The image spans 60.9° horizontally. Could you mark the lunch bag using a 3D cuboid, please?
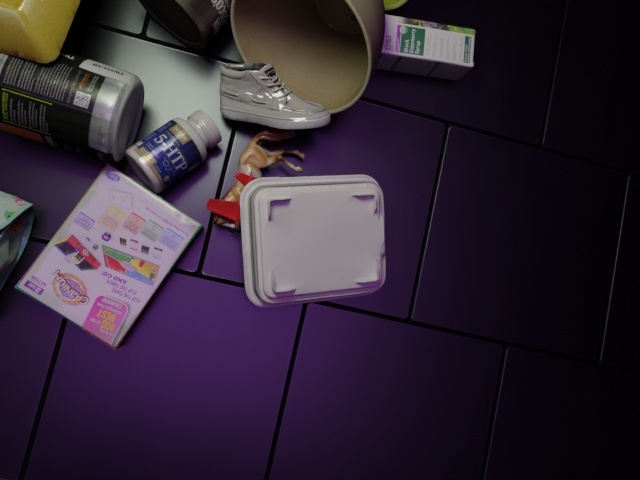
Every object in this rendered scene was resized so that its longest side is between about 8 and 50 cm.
[{"bbox_3d":[-0.726,-0.001,1.074,0.224,0.160,0.262,20,71,-4],"label":"lunch bag"}]

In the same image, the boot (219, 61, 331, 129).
[{"bbox_3d":[-0.103,-0.319,1.179,0.259,0.095,0.123,9,123,12],"label":"boot"}]

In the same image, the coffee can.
[{"bbox_3d":[-0.244,-0.588,1.177,0.202,0.201,0.275,37,80,-4],"label":"coffee can"}]

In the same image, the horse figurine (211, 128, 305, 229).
[{"bbox_3d":[-0.132,-0.140,1.225,0.175,0.066,0.263,13,89,-9],"label":"horse figurine"}]

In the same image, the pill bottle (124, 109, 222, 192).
[{"bbox_3d":[-0.312,-0.198,1.174,0.187,0.112,0.112,-41,92,-19],"label":"pill bottle"}]

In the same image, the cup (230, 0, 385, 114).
[{"bbox_3d":[0.008,-0.479,1.178,0.331,0.331,0.237,37,57,-5],"label":"cup"}]

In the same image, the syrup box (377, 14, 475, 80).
[{"bbox_3d":[0.238,-0.458,1.299,0.237,0.096,0.093,6,84,-10],"label":"syrup box"}]

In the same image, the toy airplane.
[{"bbox_3d":[-0.162,-0.083,1.174,0.151,0.028,0.151,-2,96,-16],"label":"toy airplane"}]

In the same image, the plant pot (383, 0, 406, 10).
[{"bbox_3d":[0.193,-0.719,1.249,0.254,0.276,0.276,-42,93,-22],"label":"plant pot"}]

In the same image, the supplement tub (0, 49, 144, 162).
[{"bbox_3d":[-0.542,-0.291,1.108,0.316,0.193,0.193,17,83,-8],"label":"supplement tub"}]

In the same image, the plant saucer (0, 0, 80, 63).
[{"bbox_3d":[-0.613,-0.531,1.008,0.333,0.081,0.332,15,77,-3],"label":"plant saucer"}]

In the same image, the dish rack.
[{"bbox_3d":[0.000,0.000,1.188,0.333,0.072,0.285,-5,96,-20],"label":"dish rack"}]

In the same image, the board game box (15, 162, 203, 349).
[{"bbox_3d":[-0.440,0.033,1.161,0.242,0.064,0.316,34,81,-5],"label":"board game box"}]
